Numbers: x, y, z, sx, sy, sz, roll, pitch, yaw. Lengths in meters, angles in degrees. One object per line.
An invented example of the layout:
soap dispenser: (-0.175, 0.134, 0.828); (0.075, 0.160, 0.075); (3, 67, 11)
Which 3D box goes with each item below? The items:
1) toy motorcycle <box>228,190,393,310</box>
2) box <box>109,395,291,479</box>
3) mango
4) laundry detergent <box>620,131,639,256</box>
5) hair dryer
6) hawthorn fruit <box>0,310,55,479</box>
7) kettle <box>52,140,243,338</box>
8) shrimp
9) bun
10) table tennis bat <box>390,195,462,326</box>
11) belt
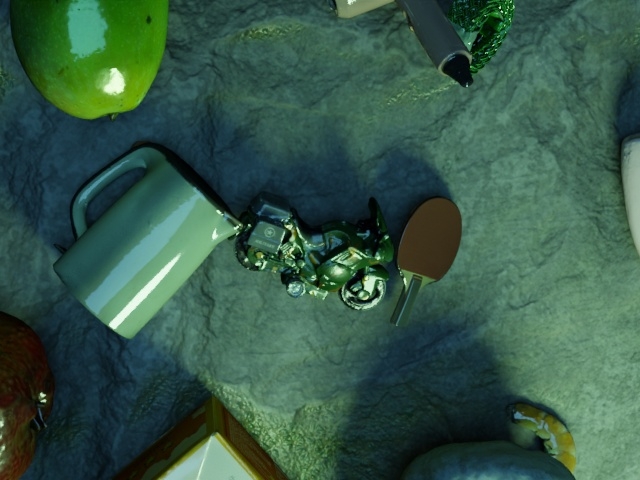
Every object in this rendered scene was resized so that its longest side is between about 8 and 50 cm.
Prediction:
toy motorcycle: (0.000, 0.000, 1.787); (0.274, 0.125, 0.187); (20, 110, -16)
box: (-0.171, 0.443, 1.789); (0.259, 0.214, 0.283); (-39, 100, 3)
mango: (-0.332, -0.365, 1.656); (0.225, 0.201, 0.382); (3, 95, 2)
laundry detergent: (0.586, -0.018, 1.878); (0.159, 0.088, 0.335); (-14, 101, -5)
hair dryer: (0.133, -0.331, 1.670); (0.189, 0.344, 0.107); (-21, 140, -3)
hawthorn fruit: (-0.577, 0.240, 1.696); (0.369, 0.285, 0.285); (1, 99, 16)
kettle: (-0.280, -0.015, 1.743); (0.240, 0.165, 0.255); (43, 91, 18)
shrimp: (0.348, 0.362, 1.926); (0.161, 0.049, 0.166); (-43, 100, -2)
bun: (0.265, 0.478, 1.830); (0.362, 0.211, 0.362); (3, 105, 13)
table tennis bat: (0.163, 0.034, 1.838); (0.130, 0.019, 0.220); (17, 94, -39)
belt: (0.230, -0.329, 1.773); (0.079, 0.121, 0.151); (32, 95, 29)
